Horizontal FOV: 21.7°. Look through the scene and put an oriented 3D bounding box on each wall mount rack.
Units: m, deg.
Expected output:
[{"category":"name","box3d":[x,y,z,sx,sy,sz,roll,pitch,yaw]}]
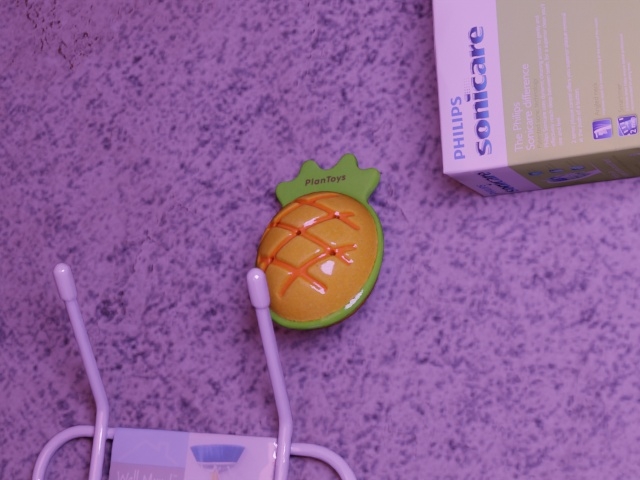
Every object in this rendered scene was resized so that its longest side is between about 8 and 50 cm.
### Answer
[{"category":"wall mount rack","box3d":[-0.139,0.181,1.542,0.350,0.130,0.304,1,81,23]}]

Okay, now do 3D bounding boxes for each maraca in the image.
[{"category":"maraca","box3d":[0.000,0.000,1.536,0.127,0.099,0.186,-6,56,19]}]

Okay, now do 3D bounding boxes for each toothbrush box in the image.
[{"category":"toothbrush box","box3d":[0.249,-0.163,1.441,0.283,0.122,0.206,-8,78,21]}]
